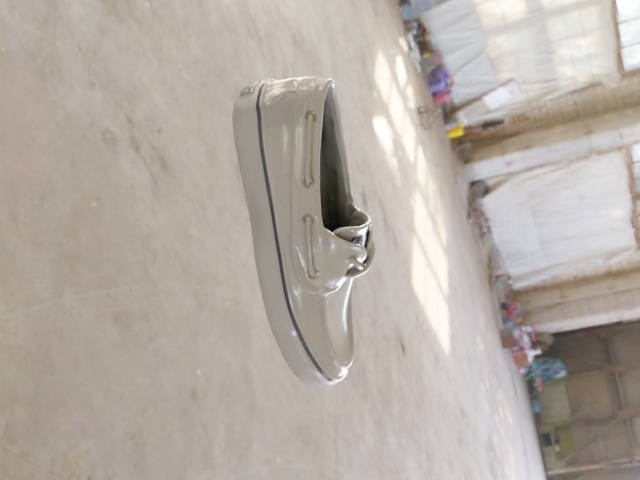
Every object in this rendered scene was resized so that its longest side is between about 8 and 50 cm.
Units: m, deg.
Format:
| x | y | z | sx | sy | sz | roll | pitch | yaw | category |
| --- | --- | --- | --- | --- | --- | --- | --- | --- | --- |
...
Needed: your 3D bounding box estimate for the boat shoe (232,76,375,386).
| x | y | z | sx | sy | sz | roll | pitch | yaw | category |
| --- | --- | --- | --- | --- | --- | --- | --- | --- | --- |
| 0.000 | 0.000 | 0.631 | 0.095 | 0.084 | 0.258 | -50 | 130 | -58 | boat shoe |
